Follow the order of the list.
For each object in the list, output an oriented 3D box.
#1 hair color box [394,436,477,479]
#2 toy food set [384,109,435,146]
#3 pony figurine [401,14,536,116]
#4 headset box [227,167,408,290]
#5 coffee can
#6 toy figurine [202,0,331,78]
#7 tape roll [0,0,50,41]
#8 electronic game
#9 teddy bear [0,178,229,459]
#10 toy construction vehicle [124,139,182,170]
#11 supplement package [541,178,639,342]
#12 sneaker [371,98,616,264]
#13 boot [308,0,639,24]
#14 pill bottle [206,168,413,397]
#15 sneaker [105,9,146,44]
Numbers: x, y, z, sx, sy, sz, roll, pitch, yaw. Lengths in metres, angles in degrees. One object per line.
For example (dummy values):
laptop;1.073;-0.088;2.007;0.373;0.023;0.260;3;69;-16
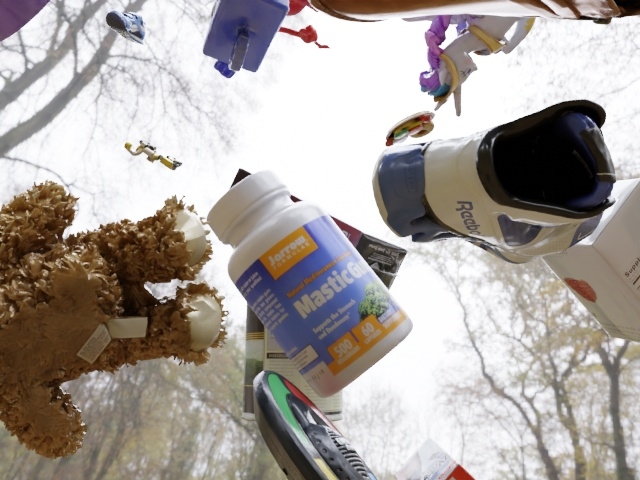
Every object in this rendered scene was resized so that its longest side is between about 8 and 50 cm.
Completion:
hair color box;0.176;0.372;0.914;0.053;0.093;0.167;44;-7;2
toy food set;0.132;-0.163;0.868;0.082;0.020;0.083;-24;-8;-2
pony figurine;0.278;-0.457;1.083;0.351;0.363;0.303;56;-12;-21
headset box;0.000;0.000;1.017;0.293;0.110;0.218;29;6;28
coffee can;-0.053;0.213;1.178;0.201;0.276;0.201;1;-13;0
toy figurine;-0.030;-0.265;0.610;0.191;0.217;0.362;25;-28;-16
tape roll;-0.499;-0.412;0.944;0.188;0.189;0.080;-9;-35;30
electronic game;0.014;0.218;0.575;0.048;0.229;0.229;-42;-52;-2
teddy bear;-0.244;0.068;0.543;0.113;0.338;0.245;19;-44;54
toy construction vehicle;-0.345;-0.172;1.215;0.085;0.035;0.098;33;9;16
supplement package;0.596;0.045;1.157;0.293;0.175;0.177;45;-13;-13
sneaker;0.226;-0.048;0.588;0.315;0.128;0.182;3;-8;-36
boot;0.146;-0.230;0.515;0.283;0.220;0.109;-6;-61;-24
pill bottle;-0.022;0.047;0.749;0.272;0.152;0.152;52;-39;7
sneaker;-0.441;-0.499;1.348;0.053;0.059;0.144;21;1;6
